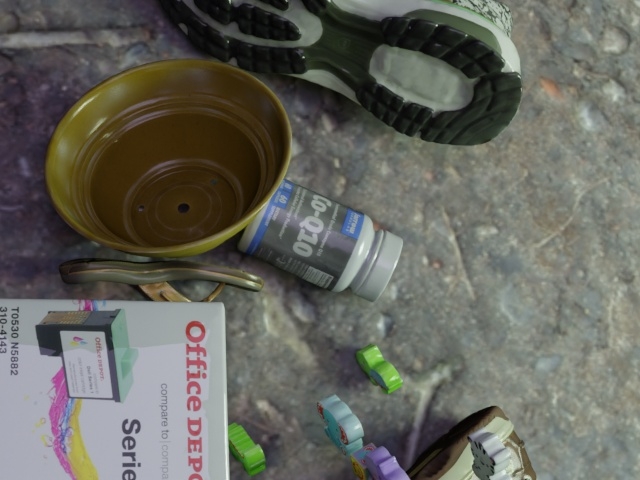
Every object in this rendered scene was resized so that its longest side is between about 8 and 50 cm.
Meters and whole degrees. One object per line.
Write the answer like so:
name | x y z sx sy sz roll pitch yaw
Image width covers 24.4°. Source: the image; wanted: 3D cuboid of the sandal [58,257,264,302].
sandal | -0.141 0.042 1.309 0.180 0.072 0.049 2 90 -11

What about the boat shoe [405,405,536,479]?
boat shoe | 0.090 0.253 1.289 0.257 0.095 0.095 -36 91 -20

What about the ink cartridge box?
ink cartridge box | -0.218 0.155 1.228 0.278 0.117 0.201 1 74 -14

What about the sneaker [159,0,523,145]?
sneaker | 0.012 -0.241 1.414 0.410 0.158 0.182 28 39 -2

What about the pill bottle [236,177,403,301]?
pill bottle | 0.000 0.000 1.345 0.137 0.078 0.078 24 70 -6

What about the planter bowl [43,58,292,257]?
planter bowl | -0.127 -0.052 1.306 0.217 0.090 0.217 -4 53 5

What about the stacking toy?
stacking toy | 0.036 0.177 1.259 0.167 0.052 0.221 -27 40 -21
